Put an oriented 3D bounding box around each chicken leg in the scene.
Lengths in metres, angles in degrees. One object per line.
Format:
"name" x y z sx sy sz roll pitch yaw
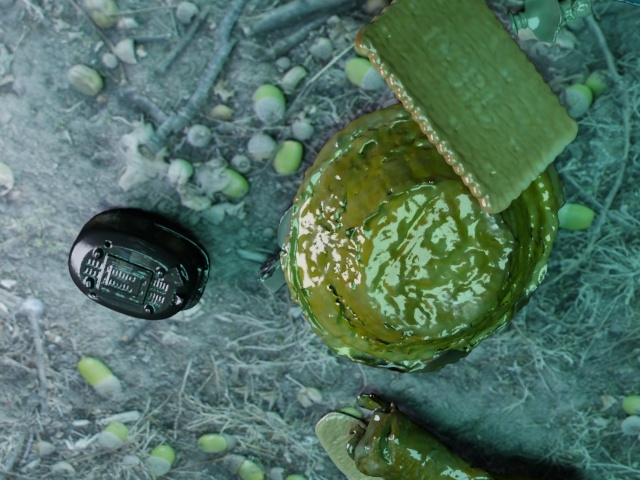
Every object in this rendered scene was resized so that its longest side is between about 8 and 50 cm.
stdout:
"chicken leg" 0.207 0.345 1.701 0.429 0.153 0.201 35 121 -9

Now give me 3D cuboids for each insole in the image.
"insole" 0.087 0.312 1.761 0.248 0.011 0.081 41 113 -18

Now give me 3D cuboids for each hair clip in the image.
"hair clip" 0.000 0.000 1.573 0.172 0.049 0.116 -38 117 13

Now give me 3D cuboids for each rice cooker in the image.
"rice cooker" -0.217 0.029 1.571 0.165 0.106 0.112 20 115 4

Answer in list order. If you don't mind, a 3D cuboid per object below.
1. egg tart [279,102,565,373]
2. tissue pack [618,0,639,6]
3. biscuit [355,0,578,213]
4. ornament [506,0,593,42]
"egg tart" 0.120 0.007 1.500 0.341 0.132 0.341 -2 108 -7
"tissue pack" 0.287 -0.321 1.361 0.169 0.082 0.120 15 119 -5
"biscuit" 0.159 -0.165 1.416 0.160 0.030 0.250 -44 102 -21
"ornament" 0.249 -0.249 1.428 0.092 0.041 0.068 11 97 10
